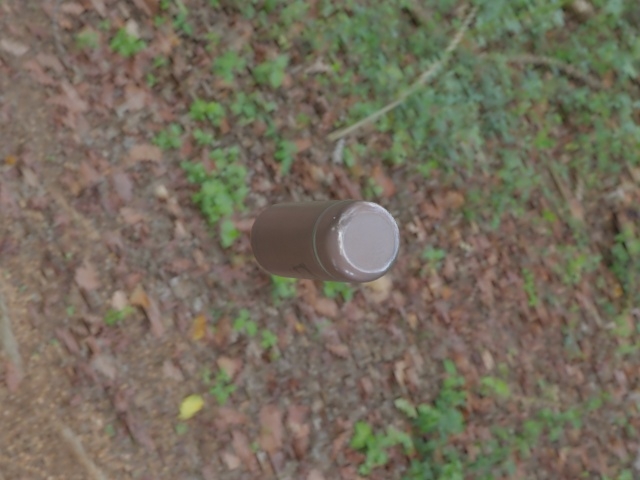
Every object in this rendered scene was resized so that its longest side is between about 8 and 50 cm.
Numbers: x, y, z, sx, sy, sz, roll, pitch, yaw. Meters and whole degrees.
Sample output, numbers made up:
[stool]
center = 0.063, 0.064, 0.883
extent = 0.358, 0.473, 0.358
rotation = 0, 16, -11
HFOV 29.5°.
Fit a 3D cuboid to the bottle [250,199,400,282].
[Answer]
[bottle]
center = 0.000, 0.000, 0.796
extent = 0.053, 0.140, 0.053
rotation = 0, 90, -25
